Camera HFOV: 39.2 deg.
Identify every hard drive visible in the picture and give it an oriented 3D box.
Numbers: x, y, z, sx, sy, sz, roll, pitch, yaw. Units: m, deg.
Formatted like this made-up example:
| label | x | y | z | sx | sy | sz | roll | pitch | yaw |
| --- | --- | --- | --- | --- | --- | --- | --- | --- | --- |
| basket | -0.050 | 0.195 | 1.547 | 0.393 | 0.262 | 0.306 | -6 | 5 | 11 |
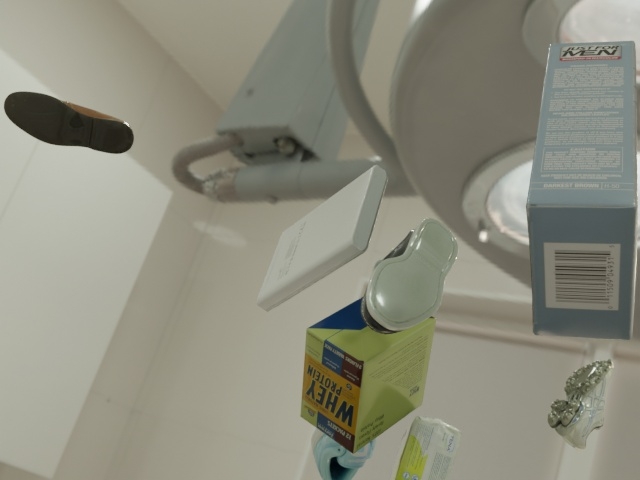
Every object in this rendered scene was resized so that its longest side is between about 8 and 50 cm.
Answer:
| label | x | y | z | sx | sy | sz | roll | pitch | yaw |
| --- | --- | --- | --- | --- | --- | --- | --- | --- | --- |
| hard drive | 0.000 | 0.000 | 1.731 | 0.040 | 0.203 | 0.307 | 36 | -42 | -20 |

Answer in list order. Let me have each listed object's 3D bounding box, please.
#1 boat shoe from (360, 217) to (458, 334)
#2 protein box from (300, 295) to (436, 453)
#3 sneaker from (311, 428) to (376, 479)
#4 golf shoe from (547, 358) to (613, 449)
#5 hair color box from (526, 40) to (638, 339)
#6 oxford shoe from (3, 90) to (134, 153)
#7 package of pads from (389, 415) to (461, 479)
| label | x | y | z | sx | sy | sz | roll | pitch | yaw |
| --- | --- | --- | --- | --- | --- | --- | --- | --- | --- |
| boat shoe | 0.130 | 0.070 | 1.389 | 0.114 | 0.302 | 0.091 | 45 | -55 | 4 |
| protein box | 0.083 | 0.229 | 1.612 | 0.136 | 0.200 | 0.201 | 29 | -52 | 35 |
| sneaker | 0.083 | 0.399 | 1.912 | 0.135 | 0.150 | 0.365 | 1 | -47 | -18 |
| golf shoe | 0.453 | 0.277 | 1.525 | 0.086 | 0.176 | 0.069 | 55 | -31 | -13 |
| hair color box | 0.322 | -0.075 | 1.086 | 0.114 | 0.374 | 0.185 | 2 | -52 | 18 |
| oxford shoe | -0.416 | -0.195 | 1.495 | 0.212 | 0.076 | 0.076 | 18 | 14 | -14 |
| package of pads | 0.187 | 0.470 | 1.739 | 0.101 | 0.229 | 0.296 | 18 | -18 | 6 |
